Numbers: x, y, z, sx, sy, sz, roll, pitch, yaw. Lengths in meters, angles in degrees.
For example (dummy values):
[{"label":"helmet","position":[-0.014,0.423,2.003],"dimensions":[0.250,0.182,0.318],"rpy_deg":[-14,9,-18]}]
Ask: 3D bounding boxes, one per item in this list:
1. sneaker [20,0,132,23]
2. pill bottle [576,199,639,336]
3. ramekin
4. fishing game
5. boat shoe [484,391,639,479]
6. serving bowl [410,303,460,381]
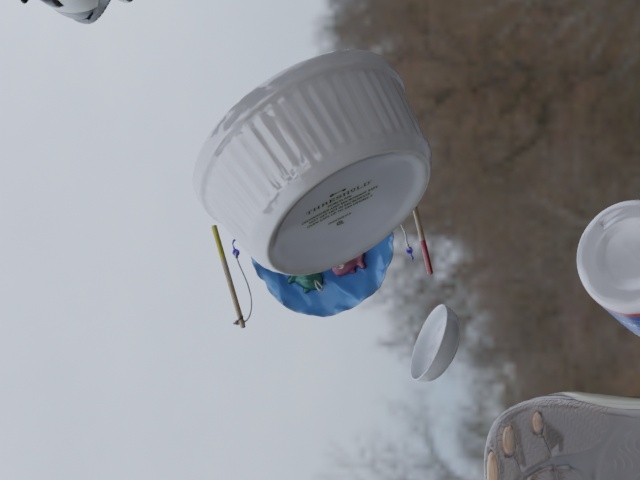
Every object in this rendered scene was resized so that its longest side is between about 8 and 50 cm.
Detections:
[{"label":"sneaker","position":[-0.280,-0.309,1.827],"dimensions":[0.330,0.146,0.122],"rpy_deg":[178,101,-72]},{"label":"pill bottle","position":[0.366,0.042,1.871],"dimensions":[0.221,0.124,0.124],"rpy_deg":[31,-122,-61]},{"label":"ramekin","position":[0.002,-0.075,1.929],"dimensions":[0.127,0.273,0.273],"rpy_deg":[57,170,26]},{"label":"fishing game","position":[0.000,0.000,2.135],"dimensions":[0.041,0.264,0.189],"rpy_deg":[28,-130,-84]},{"label":"boat shoe","position":[0.231,0.126,0.841],"dimensions":[0.116,0.324,0.123],"rpy_deg":[2,-86,-44]},{"label":"serving bowl","position":[0.122,0.109,1.758],"dimensions":[0.083,0.027,0.083],"rpy_deg":[-158,90,-77]}]
